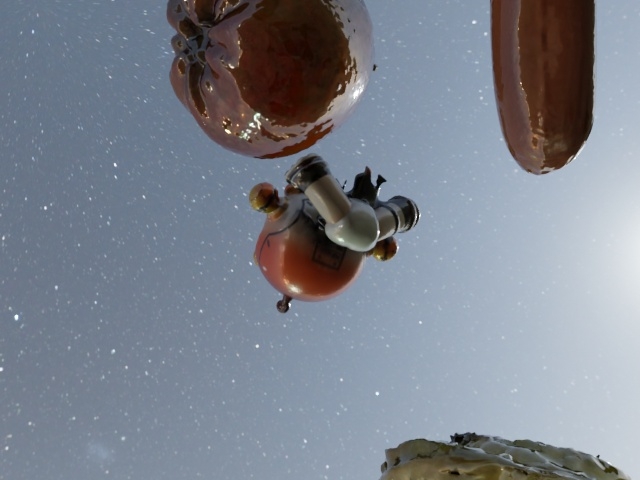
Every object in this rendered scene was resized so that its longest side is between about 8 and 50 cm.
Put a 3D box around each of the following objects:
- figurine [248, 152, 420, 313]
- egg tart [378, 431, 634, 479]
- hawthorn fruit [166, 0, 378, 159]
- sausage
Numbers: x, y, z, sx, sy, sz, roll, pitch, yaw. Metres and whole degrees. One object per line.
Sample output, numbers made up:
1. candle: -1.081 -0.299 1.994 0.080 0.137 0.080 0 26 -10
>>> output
1. figurine: 0.000 0.003 0.892 0.319 0.196 0.323 22 -39 -18
2. egg tart: 0.186 0.254 0.409 0.107 0.290 0.291 -52 -42 -42
3. hawthorn fruit: -0.044 -0.248 0.624 0.298 0.277 0.277 -8 -63 -32
4. sausage: 0.160 -0.144 0.339 0.077 0.077 0.194 -17 -73 -23
